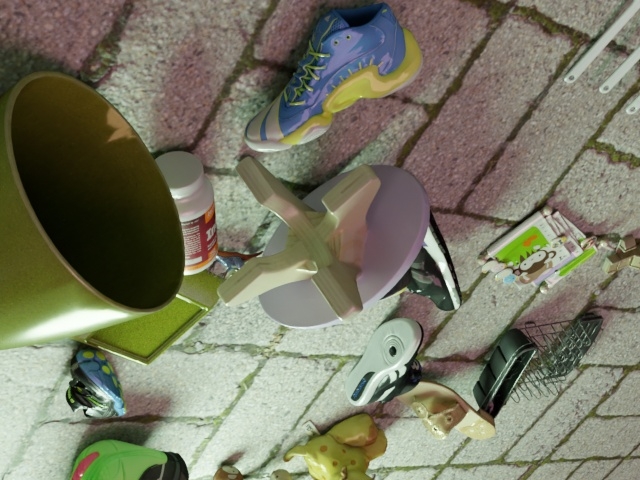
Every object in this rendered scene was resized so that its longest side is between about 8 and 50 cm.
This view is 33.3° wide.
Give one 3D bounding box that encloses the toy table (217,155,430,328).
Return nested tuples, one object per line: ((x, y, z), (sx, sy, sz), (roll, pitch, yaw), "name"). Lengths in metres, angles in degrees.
((0.000, 0.000, 1.391), (0.274, 0.252, 0.161), (-51, 156, 10), "toy table")

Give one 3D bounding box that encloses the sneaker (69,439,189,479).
((-0.344, 0.520, 1.769), (0.202, 0.185, 0.483), (4, 132, -32), "sneaker")

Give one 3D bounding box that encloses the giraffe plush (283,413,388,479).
((0.053, 0.429, 1.943), (0.181, 0.170, 0.210), (-42, 142, 15), "giraffe plush")

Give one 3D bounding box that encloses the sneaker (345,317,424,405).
((0.139, 0.200, 1.829), (0.121, 0.079, 0.217), (-2, 142, -37), "sneaker")

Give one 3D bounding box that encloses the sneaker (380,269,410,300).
((0.042, 0.055, 1.547), (0.208, 0.081, 0.094), (-2, 170, 32), "sneaker")

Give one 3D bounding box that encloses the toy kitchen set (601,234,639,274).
((0.571, 0.039, 1.933), (0.083, 0.075, 0.068), (-19, 140, -22), "toy kitchen set")

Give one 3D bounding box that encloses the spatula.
((0.471, -0.283, 1.494), (0.168, 0.019, 0.242), (22, 126, -25), "spatula")

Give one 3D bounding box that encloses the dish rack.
((0.433, 0.237, 2.066), (0.271, 0.074, 0.208), (-6, 137, -30), "dish rack")

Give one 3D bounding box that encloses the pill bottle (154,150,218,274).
((-0.173, -0.034, 1.333), (0.086, 0.086, 0.152), (-18, 142, -16), "pill bottle")

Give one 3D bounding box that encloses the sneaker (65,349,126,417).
((-0.325, 0.214, 1.515), (0.078, 0.067, 0.188), (-16, 154, -9), "sneaker")

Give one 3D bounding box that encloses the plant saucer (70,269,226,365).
((-0.243, 0.100, 1.473), (0.188, 0.045, 0.188), (-42, 142, 13), "plant saucer")

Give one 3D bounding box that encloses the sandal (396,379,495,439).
((0.237, 0.335, 1.973), (0.240, 0.079, 0.088), (29, 130, -28), "sandal")

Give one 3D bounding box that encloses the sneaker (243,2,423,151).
((-0.001, -0.206, 1.277), (0.240, 0.091, 0.126), (-29, 125, -2), "sneaker")

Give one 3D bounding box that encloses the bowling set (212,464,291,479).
((-0.088, 0.477, 1.894), (0.154, 0.287, 0.200), (-22, 115, 2), "bowling set")

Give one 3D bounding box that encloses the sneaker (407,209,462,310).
((0.127, 0.023, 1.616), (0.124, 0.107, 0.283), (-20, 140, 9), "sneaker")

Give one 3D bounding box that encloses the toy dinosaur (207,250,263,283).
((-0.133, 0.025, 1.485), (0.082, 0.047, 0.090), (54, 53, -38), "toy dinosaur")

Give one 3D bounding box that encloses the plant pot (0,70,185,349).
((-0.346, 0.006, 1.153), (0.293, 0.275, 0.275), (-25, 146, 21), "plant pot")

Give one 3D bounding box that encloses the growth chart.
((0.377, 0.021, 1.828), (0.172, 0.021, 0.237), (-44, 140, 19), "growth chart")
